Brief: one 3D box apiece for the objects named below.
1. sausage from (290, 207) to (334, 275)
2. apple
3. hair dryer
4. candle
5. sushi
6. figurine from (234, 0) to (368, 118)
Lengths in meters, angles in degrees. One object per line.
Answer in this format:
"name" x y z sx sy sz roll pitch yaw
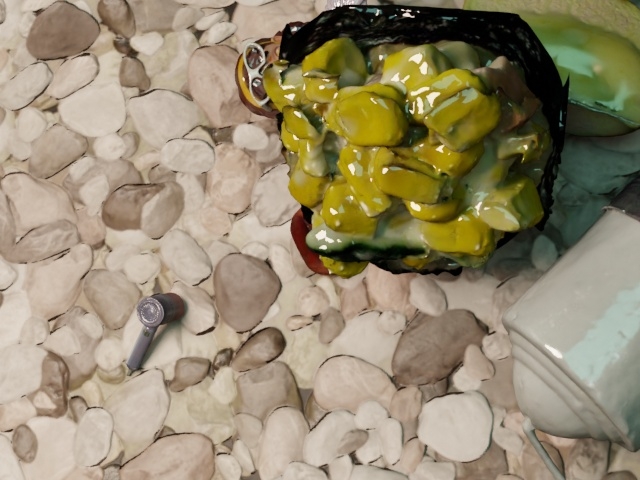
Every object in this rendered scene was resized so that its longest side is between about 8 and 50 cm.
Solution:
"sausage" 0.000 0.000 1.646 0.054 0.059 0.094 -9 66 -40
"apple" 0.295 -0.227 1.639 0.265 0.120 0.193 23 62 13
"hair dryer" -0.211 0.118 1.651 0.037 0.063 0.114 31 103 15
"candle" 0.333 0.095 1.484 0.342 0.221 0.221 -43 73 -5
"sushi" 0.102 -0.087 1.481 0.328 0.285 0.329 6 119 8
"figurine" 0.012 -0.218 1.675 0.240 0.116 0.175 -12 91 0
